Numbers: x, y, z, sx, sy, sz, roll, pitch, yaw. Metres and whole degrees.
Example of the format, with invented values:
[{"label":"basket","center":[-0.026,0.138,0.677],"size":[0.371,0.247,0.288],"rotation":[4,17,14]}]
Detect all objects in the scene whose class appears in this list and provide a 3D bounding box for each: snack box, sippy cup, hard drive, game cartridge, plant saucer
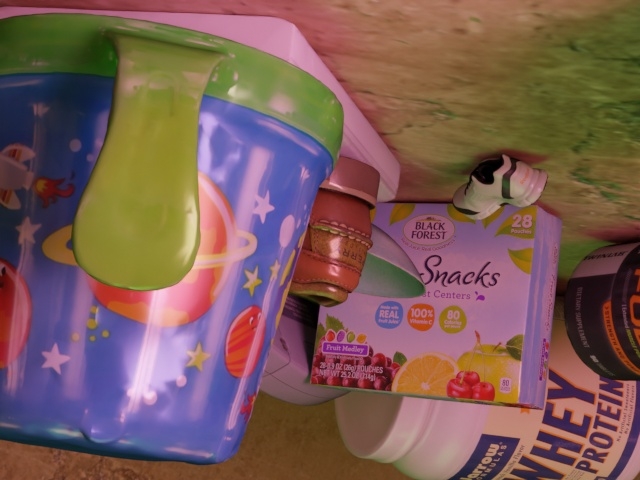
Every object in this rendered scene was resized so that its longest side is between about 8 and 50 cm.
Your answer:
[{"label":"snack box","center":[0.103,0.056,1.207],"size":[0.207,0.174,0.070],"rotation":[3,170,30]},{"label":"sippy cup","center":[-0.115,0.013,0.788],"size":[0.240,0.224,0.305],"rotation":[3,168,26]},{"label":"hard drive","center":[-0.074,-0.087,0.942],"size":[0.203,0.040,0.307],"rotation":[5,169,16]},{"label":"game cartridge","center":[-0.043,0.062,1.312],"size":[0.062,0.198,0.297],"rotation":[-23,159,16]},{"label":"plant saucer","center":[0.000,0.000,1.128],"size":[0.195,0.037,0.195],"rotation":[16,167,4]}]

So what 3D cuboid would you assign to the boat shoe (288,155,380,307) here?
[{"label":"boat shoe","center":[-0.096,-0.004,1.000],"size":[0.307,0.104,0.111],"rotation":[-2,166,43]}]

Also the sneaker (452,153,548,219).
[{"label":"sneaker","center":[0.131,-0.046,1.041],"size":[0.044,0.040,0.109],"rotation":[29,159,-18]}]

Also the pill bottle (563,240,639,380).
[{"label":"pill bottle","center":[0.335,0.056,1.164],"size":[0.130,0.130,0.246],"rotation":[13,168,-27]}]

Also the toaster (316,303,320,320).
[{"label":"toaster","center":[0.117,0.053,1.330],"size":[0.227,0.129,0.146],"rotation":[0,171,26]}]

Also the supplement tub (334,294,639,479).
[{"label":"supplement tub","center":[0.202,0.169,1.556],"size":[0.325,0.235,0.235],"rotation":[9,170,-22]}]
